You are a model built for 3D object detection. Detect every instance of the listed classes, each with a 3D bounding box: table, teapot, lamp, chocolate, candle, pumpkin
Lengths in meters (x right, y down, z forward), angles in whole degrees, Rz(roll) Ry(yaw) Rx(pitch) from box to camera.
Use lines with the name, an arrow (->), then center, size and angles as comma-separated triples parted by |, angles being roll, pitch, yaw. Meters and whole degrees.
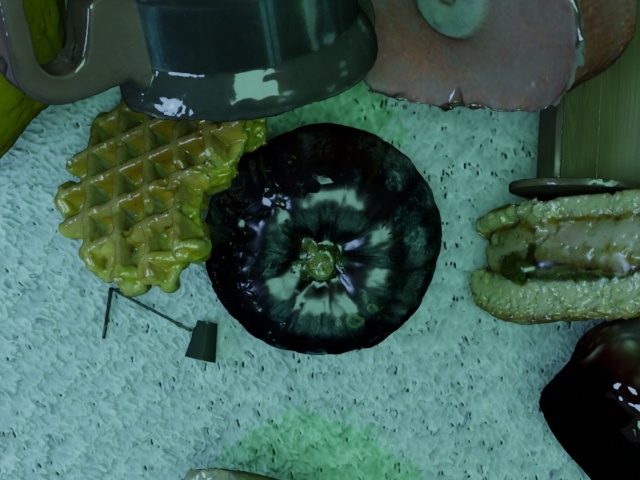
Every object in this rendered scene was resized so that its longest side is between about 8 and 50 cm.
table -> 0.273, -0.154, 1.529 | 0.167, 0.167, 0.226 | 4, 85, -3
teapot -> -0.114, -0.281, 1.321 | 0.376, 0.305, 0.361 | -25, 122, -25
lamp -> -0.159, 0.085, 1.582 | 0.121, 0.041, 0.054 | 13, 86, -6
chocolate -> 0.396, 0.189, 1.524 | 0.340, 0.225, 0.210 | 46, 77, -3
candle -> 0.137, -0.239, 1.456 | 0.131, 0.287, 0.317 | -26, 69, -40
pumpkin -> 0.000, 0.000, 1.515 | 0.233, 0.163, 0.233 | 1, 105, 3

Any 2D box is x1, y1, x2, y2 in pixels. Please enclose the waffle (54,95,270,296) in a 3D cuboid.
waffle -> -0.141, -0.075, 1.484 | 0.253, 0.249, 0.056 | -45, 136, 4

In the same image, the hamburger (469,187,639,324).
hamburger -> 0.262, 0.023, 1.508 | 0.131, 0.262, 0.124 | 8, 82, -39

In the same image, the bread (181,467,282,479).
bread -> -0.028, 0.364, 1.538 | 0.192, 0.171, 0.314 | -7, 95, -4

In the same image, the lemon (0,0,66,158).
lemon -> -0.395, -0.205, 1.413 | 0.336, 0.336, 0.336 | 0, 94, -2
